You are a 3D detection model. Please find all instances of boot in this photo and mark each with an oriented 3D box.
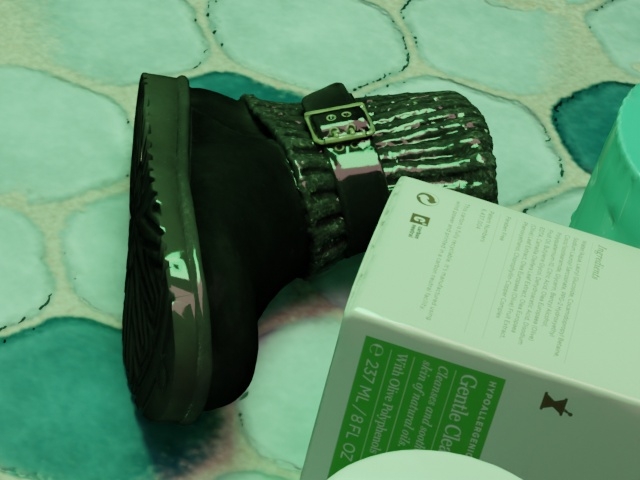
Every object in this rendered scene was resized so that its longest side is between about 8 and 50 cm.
[{"bbox_3d":[0.001,-0.004,1.350,0.260,0.131,0.348,6,39,-9],"label":"boot"}]

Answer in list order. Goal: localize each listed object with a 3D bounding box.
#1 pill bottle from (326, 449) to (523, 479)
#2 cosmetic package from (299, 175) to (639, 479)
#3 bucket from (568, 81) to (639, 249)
[{"bbox_3d":[0.025,0.250,0.899,0.176,0.318,0.176,7,40,-6],"label":"pill bottle"},{"bbox_3d":[0.187,0.121,1.205,0.366,0.197,0.155,17,39,6],"label":"cosmetic package"},{"bbox_3d":[0.301,0.015,1.373,0.281,0.183,0.281,8,39,-7],"label":"bucket"}]
